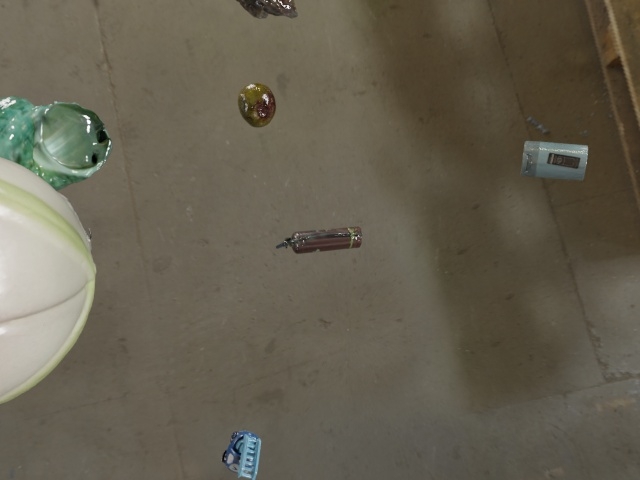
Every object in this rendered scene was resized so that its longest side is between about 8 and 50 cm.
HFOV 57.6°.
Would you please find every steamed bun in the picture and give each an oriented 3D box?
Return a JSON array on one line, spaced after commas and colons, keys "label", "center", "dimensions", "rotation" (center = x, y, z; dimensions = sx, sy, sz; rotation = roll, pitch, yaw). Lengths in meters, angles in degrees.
[{"label": "steamed bun", "center": [-0.421, 0.050, 0.608], "dimensions": [0.309, 0.309, 0.309], "rotation": [0, 81, 3]}]

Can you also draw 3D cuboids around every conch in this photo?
[{"label": "conch", "center": [-0.479, -0.161, 0.954], "dimensions": [0.134, 0.202, 0.196], "rotation": [0, 55, 45]}]

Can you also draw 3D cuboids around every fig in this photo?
[{"label": "fig", "center": [-0.134, -0.281, 1.183], "dimensions": [0.082, 0.084, 0.098], "rotation": [-48, 42, 5]}]

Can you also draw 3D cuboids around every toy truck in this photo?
[{"label": "toy truck", "center": [-0.129, 0.371, 0.995], "dimensions": [0.056, 0.090, 0.073], "rotation": [24, 84, -17]}]

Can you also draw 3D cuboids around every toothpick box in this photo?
[{"label": "toothpick box", "center": [0.332, -0.114, 0.832], "dimensions": [0.083, 0.052, 0.052], "rotation": [7, 81, 19]}]

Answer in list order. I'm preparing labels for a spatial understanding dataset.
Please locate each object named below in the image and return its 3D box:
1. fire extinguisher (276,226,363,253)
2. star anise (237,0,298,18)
[{"label": "fire extinguisher", "center": [0.000, 0.000, 1.091], "dimensions": [0.158, 0.064, 0.043], "rotation": [-6, 78, -19]}, {"label": "star anise", "center": [-0.156, -0.620, 1.256], "dimensions": [0.332, 0.331, 0.117], "rotation": [44, 61, 8]}]
